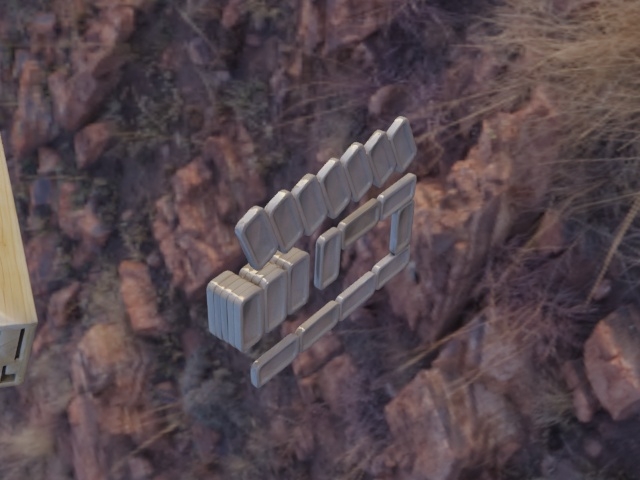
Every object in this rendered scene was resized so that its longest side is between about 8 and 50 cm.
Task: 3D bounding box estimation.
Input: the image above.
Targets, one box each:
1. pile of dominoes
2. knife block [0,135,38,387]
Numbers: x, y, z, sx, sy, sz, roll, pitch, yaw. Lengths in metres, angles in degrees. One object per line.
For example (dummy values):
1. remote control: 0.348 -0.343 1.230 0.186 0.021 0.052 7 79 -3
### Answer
1. pile of dominoes: 0.000 0.000 0.839 0.040 0.251 0.196 28 135 29
2. knife block: -0.292 -0.046 0.754 0.275 0.242 0.088 31 136 3
